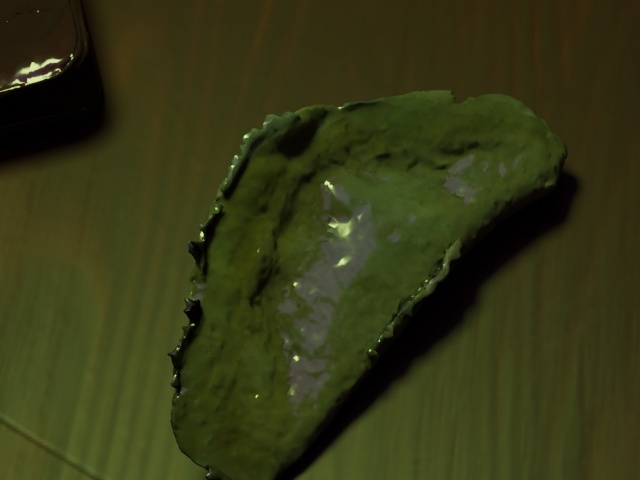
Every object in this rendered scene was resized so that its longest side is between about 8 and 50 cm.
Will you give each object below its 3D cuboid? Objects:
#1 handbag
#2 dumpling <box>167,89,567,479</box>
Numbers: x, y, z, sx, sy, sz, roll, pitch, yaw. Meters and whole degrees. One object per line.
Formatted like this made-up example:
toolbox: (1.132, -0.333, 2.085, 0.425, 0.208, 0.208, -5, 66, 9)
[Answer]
handbag: (-0.272, -0.148, 1.388, 0.216, 0.074, 0.203, -17, 52, -3)
dumpling: (0.001, 0.003, 1.225, 0.166, 0.086, 0.332, 46, 66, -2)
